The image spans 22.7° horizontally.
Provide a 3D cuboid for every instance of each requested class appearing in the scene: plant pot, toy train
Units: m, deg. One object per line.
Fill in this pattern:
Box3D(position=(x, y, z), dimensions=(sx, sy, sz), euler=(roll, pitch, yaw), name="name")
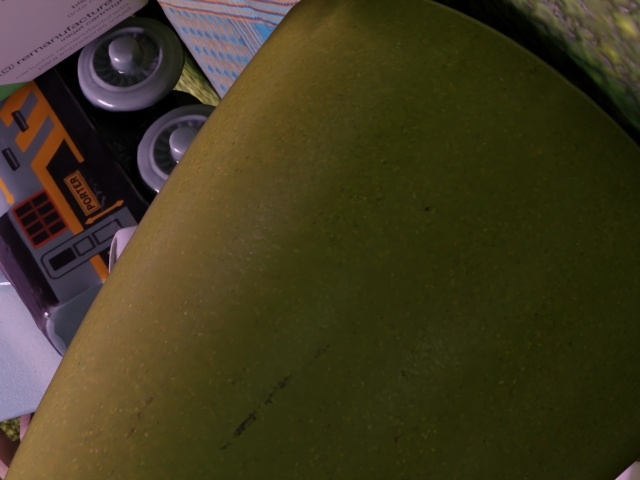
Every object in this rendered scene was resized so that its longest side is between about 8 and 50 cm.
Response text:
Box3D(position=(-0.010, 0.081, 0.728), dimensions=(0.275, 0.293, 0.274), euler=(36, 157, 18), name="plant pot")
Box3D(position=(-0.172, -0.070, 1.144), dimensions=(0.334, 0.190, 0.142), euler=(54, 171, 27), name="toy train")
Box3D(position=(-0.351, 0.064, 2.123), dimensions=(0.252, 0.247, 0.247), euler=(-10, 126, 34), name="plant pot")

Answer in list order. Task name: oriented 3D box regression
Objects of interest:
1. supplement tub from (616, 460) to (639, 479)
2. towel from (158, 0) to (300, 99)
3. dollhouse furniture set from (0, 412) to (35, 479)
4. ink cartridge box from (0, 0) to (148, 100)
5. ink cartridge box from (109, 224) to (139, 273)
Box3D(position=(0.205, 0.248, 0.954), dimensions=(0.199, 0.144, 0.144), euler=(48, 168, 2), name="supplement tub")
Box3D(position=(-0.067, -0.178, 0.875), dimensions=(0.370, 0.040, 0.271), euler=(56, 166, -25), name="towel")
Box3D(position=(-0.242, 0.273, 2.209), dimensions=(0.256, 0.362, 0.394), euler=(56, -166, -27), name="dollhouse furniture set")
Box3D(position=(-0.248, -0.175, 0.964), dimensions=(0.121, 0.211, 0.289), euler=(57, -179, 10), name="ink cartridge box")
Box3D(position=(0.008, 0.044, 1.011), dimensions=(0.189, 0.232, 0.066), euler=(63, -162, -51), name="ink cartridge box")
